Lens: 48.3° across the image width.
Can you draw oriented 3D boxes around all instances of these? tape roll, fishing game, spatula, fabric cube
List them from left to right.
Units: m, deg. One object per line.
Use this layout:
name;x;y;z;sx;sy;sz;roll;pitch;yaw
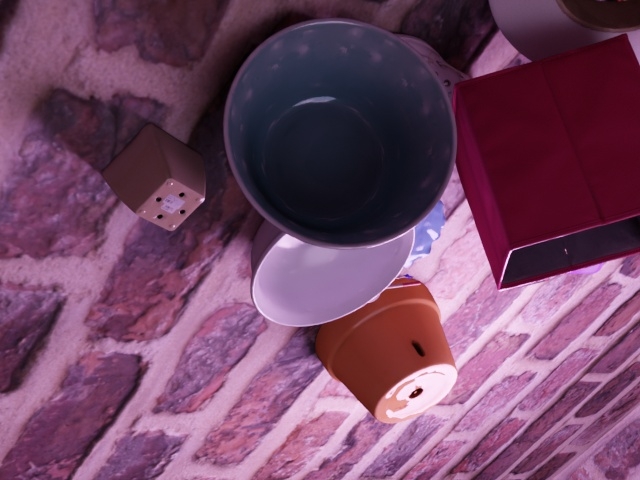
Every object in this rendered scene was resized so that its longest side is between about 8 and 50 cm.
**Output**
fishing game;0.152;-0.022;1.357;0.189;0.041;0.264;-7;121;-27
spatula;0.578;0.077;1.764;0.296;0.030;0.084;-14;137;-20
fabric cube;0.355;-0.102;1.066;0.259;0.258;0.254;-16;160;6
tape roll;0.421;-0.389;0.974;0.392;0.072;0.392;6;144;5

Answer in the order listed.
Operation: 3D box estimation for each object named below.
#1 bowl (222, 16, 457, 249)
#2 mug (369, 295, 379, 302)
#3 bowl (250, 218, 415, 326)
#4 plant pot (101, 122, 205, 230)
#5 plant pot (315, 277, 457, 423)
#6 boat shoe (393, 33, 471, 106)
bowl;0.017;-0.131;0.998;0.311;0.311;0.163;-22;175;-12
mug;0.091;0.084;1.425;0.062;0.064;0.078;-12;137;-22
bowl;0.000;0.000;1.218;0.298;0.134;0.298;-18;141;-16
plant pot;-0.226;-0.079;1.014;0.109;0.096;0.109;-42;141;14
plant pot;0.161;0.253;1.544;0.291;0.203;0.291;-19;140;-17
boat shoe;0.174;-0.236;1.106;0.277;0.096;0.098;10;126;-40
